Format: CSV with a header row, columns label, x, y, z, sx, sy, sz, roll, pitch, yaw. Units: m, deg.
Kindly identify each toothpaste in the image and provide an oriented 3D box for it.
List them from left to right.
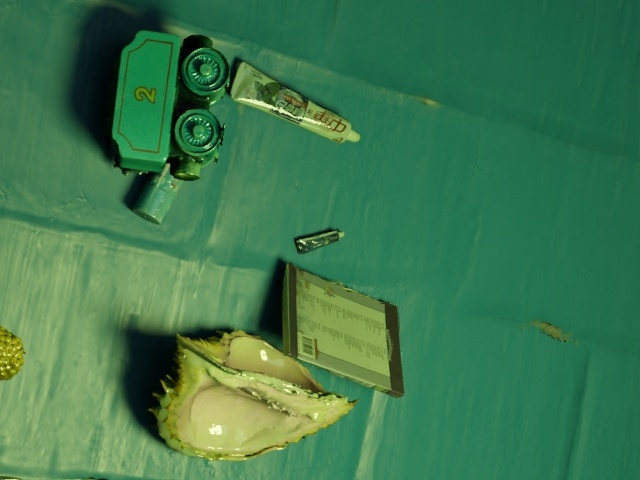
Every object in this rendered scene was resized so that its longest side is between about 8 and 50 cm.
label,x,y,z,sx,sy,sz,roll,pitch,yaw
toothpaste,-0.034,-0.197,2.071,0.233,0.038,0.060,23,78,-29
toothpaste,0.000,0.000,2.116,0.083,0.019,0.027,-18,120,-27

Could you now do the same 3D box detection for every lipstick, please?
label,x,y,z,sx,sy,sz,roll,pitch,yaw
lipstick,-0.211,-0.102,1.956,0.048,0.048,0.158,34,75,-30

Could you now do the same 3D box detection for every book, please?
label,x,y,z,sx,sy,sz,roll,pitch,yaw
book,0.034,0.139,2.096,0.231,0.026,0.158,23,51,-34

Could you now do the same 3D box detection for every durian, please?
label,x,y,z,sx,sy,sz,roll,pitch,yaw
durian,-0.132,0.235,1.975,0.305,0.185,0.196,17,110,-39

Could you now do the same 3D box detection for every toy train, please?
label,x,y,z,sx,sy,sz,roll,pitch,yaw
toy train,-0.210,-0.186,1.887,0.163,0.112,0.203,7,79,-9

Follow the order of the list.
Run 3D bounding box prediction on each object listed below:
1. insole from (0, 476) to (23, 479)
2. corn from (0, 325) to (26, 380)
label,x,y,z,sx,sy,sz,roll,pitch,yaw
insole,-0.479,0.356,1.832,0.192,0.010,0.063,-7,96,-32
corn,-0.501,0.118,1.759,0.260,0.091,0.091,22,96,-33
